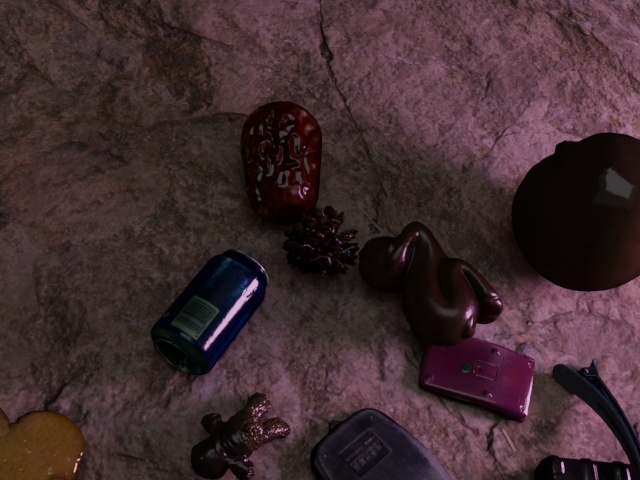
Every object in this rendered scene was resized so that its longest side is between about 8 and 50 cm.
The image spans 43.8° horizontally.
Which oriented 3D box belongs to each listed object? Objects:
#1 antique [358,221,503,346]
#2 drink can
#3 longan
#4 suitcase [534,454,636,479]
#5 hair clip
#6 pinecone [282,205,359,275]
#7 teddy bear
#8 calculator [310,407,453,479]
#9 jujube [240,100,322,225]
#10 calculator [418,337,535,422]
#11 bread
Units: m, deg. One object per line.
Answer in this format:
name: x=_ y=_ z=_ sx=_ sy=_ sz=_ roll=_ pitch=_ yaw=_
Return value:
antique: x=0.172 y=0.079 z=1.375 sx=0.143 sy=0.121 sz=0.257 roll=-32 pitch=64 yaw=-32
drink can: x=-0.176 y=0.114 z=1.295 sx=0.118 sy=0.118 sz=0.205 roll=31 pitch=57 yaw=11
longan: x=0.487 y=-0.050 z=1.422 sx=0.298 sy=0.297 sz=0.297 roll=5 pitch=56 yaw=-7
suitcase: x=0.437 y=0.474 z=1.199 sx=0.207 sy=0.066 sz=0.285 roll=6 pitch=55 yaw=-6
hair clip: x=0.475 y=0.299 z=1.286 sx=0.083 sy=0.048 sz=0.275 roll=-2 pitch=37 yaw=-16
pinecone: x=0.001 y=0.001 z=1.391 sx=0.140 sy=0.140 sz=0.120 roll=13 pitch=71 yaw=-2
teddy bear: x=-0.122 y=0.298 z=1.206 sx=0.160 sy=0.078 sz=0.119 roll=-33 pitch=71 yaw=-29
calculator: x=0.106 y=0.376 z=1.224 sx=0.177 sy=0.040 sz=0.268 roll=-34 pitch=64 yaw=-30
jujube: x=-0.069 y=-0.143 z=1.471 sx=0.155 sy=0.155 sz=0.230 roll=0 pitch=63 yaw=-11
calculator: x=0.267 y=0.225 z=1.355 sx=0.191 sy=0.034 sz=0.126 roll=18 pitch=56 yaw=3
bread: x=-0.437 y=0.304 z=1.158 sx=0.188 sy=0.065 sz=0.149 roll=33 pitch=46 yaw=15
